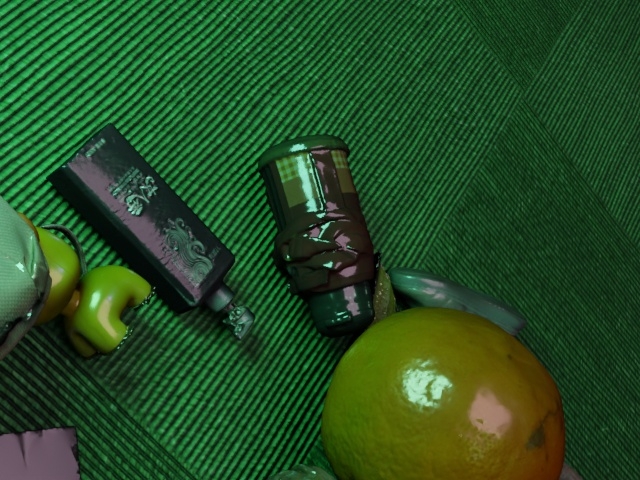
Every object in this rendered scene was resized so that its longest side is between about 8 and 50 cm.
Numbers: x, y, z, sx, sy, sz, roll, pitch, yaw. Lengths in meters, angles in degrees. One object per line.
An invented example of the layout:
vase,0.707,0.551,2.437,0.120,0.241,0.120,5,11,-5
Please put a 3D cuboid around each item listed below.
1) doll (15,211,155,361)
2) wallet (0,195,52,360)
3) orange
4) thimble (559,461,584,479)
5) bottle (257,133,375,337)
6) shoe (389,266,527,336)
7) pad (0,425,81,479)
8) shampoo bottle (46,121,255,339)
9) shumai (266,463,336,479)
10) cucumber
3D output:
doll,-0.299,0.036,0.968,0.221,0.143,0.135,42,53,-28
wallet,-0.407,0.034,0.789,0.275,0.068,0.335,39,50,-1
orange,0.153,0.235,1.112,0.312,0.312,0.312,14,67,-35
thimble,0.278,0.445,1.196,0.195,0.291,0.291,44,52,-14
bottle,0.000,0.000,1.218,0.156,0.143,0.271,32,42,-75
shoe,0.206,0.114,1.374,0.251,0.103,0.100,19,94,-22
pad,-0.382,0.302,0.891,0.300,0.005,0.202,1,74,-38
shampoo bottle,-0.195,0.001,1.103,0.309,0.071,0.098,49,48,-17
shumai,0.002,0.397,1.043,0.185,0.184,0.218,25,43,-27
cucumber,0.079,0.127,1.295,0.070,0.046,0.220,30,60,-30
